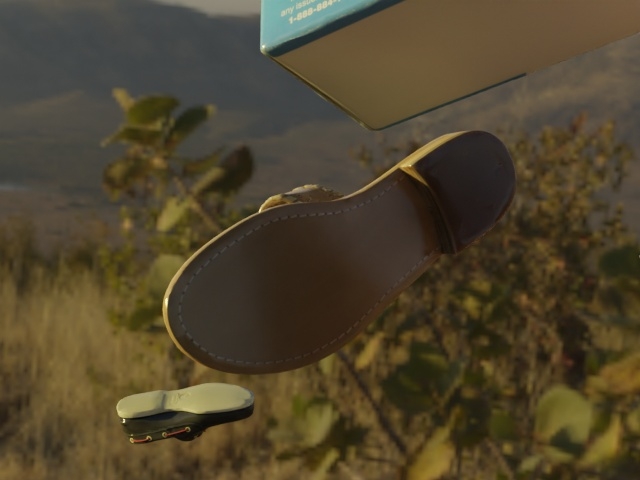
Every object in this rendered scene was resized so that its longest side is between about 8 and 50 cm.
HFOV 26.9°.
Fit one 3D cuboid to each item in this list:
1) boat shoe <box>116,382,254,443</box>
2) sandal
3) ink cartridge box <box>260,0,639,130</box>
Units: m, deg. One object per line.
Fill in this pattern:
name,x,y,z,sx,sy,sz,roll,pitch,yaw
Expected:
boat shoe,-0.123,0.163,1.248,0.133,0.042,0.049,-8,22,11
sandal,0.002,0.006,0.765,0.240,0.088,0.079,-28,13,-28
ink cartridge box,0.084,-0.257,0.849,0.223,0.307,0.129,-19,-32,34
